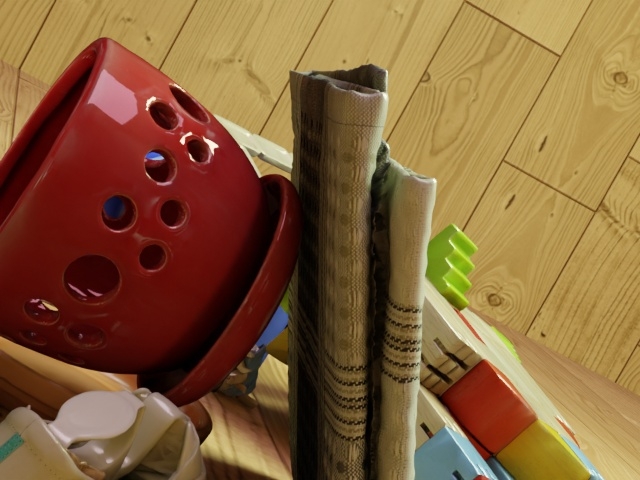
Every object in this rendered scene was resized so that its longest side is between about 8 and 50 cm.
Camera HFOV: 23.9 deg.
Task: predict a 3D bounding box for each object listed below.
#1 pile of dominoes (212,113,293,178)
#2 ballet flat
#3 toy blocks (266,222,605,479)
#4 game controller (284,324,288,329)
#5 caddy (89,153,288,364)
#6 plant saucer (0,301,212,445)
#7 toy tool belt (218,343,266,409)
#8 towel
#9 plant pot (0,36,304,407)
[{"bbox_3d":[0.000,0.000,1.398,0.251,0.040,0.196,24,31,-51],"label":"pile of dominoes"},{"bbox_3d":[-0.108,0.117,0.806,0.086,0.086,0.248,31,5,18],"label":"ballet flat"},{"bbox_3d":[0.127,0.149,1.273,0.261,0.191,0.381,53,8,34],"label":"toy blocks"},{"bbox_3d":[-0.148,0.014,1.684,0.319,0.067,0.166,30,5,17],"label":"game controller"},{"bbox_3d":[-0.126,-0.008,1.396,0.241,0.179,0.341,30,5,17],"label":"caddy"},{"bbox_3d":[-0.166,0.090,1.000,0.200,0.037,0.200,30,5,-3],"label":"plant saucer"},{"bbox_3d":[-0.065,0.100,1.257,0.051,0.083,0.052,37,46,24],"label":"toy tool belt"},{"bbox_3d":[0.018,0.049,0.948,0.056,0.324,0.312,-1,9,-6],"label":"towel"},{"bbox_3d":[-0.116,-0.005,0.941,0.174,0.191,0.191,31,4,-19],"label":"plant pot"}]
